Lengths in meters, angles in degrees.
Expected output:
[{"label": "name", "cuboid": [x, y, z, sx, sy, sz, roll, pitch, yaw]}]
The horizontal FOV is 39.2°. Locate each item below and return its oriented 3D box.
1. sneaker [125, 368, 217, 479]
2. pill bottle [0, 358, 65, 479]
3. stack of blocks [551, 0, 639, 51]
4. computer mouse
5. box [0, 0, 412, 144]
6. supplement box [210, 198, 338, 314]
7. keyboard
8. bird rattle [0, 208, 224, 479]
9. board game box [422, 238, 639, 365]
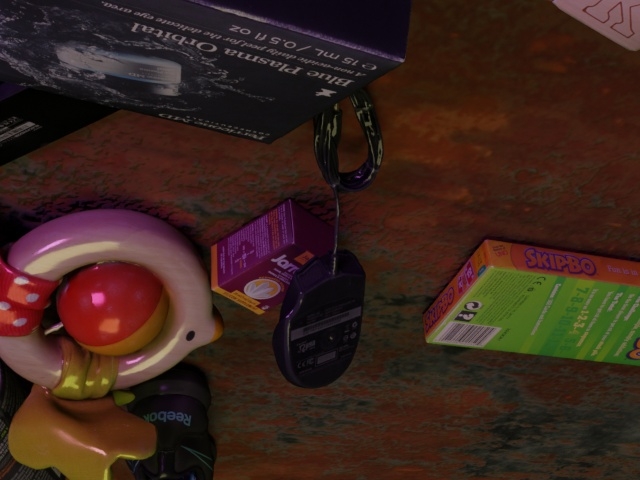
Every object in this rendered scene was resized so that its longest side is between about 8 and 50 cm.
[{"label": "sneaker", "cuboid": [-0.155, 0.230, 0.905, 0.101, 0.106, 0.267, -3, 145, -6]}, {"label": "pill bottle", "cuboid": [-0.307, 0.190, 0.805, 0.130, 0.130, 0.245, -6, 144, 0]}, {"label": "stack of blocks", "cuboid": [0.040, -0.197, 0.262, 0.297, 0.087, 0.171, 25, 153, -14]}, {"label": "computer mouse", "cuboid": [0.000, 0.000, 0.612, 0.071, 0.041, 0.242, -14, 124, -33]}, {"label": "box", "cuboid": [-0.060, -0.117, 0.401, 0.156, 0.093, 0.158, 11, 170, -22]}, {"label": "supplement box", "cuboid": [-0.035, 0.014, 0.674, 0.083, 0.043, 0.055, -31, 136, 29]}, {"label": "keyboard", "cuboid": [-0.198, -0.083, 0.541, 0.192, 0.038, 0.100, -21, 165, 19]}, {"label": "bird rattle", "cuboid": [-0.187, 0.049, 0.670, 0.207, 0.143, 0.253, -27, 123, -2]}, {"label": "board game box", "cuboid": [0.232, 0.061, 0.784, 0.259, 0.039, 0.124, 10, 142, -17]}]
